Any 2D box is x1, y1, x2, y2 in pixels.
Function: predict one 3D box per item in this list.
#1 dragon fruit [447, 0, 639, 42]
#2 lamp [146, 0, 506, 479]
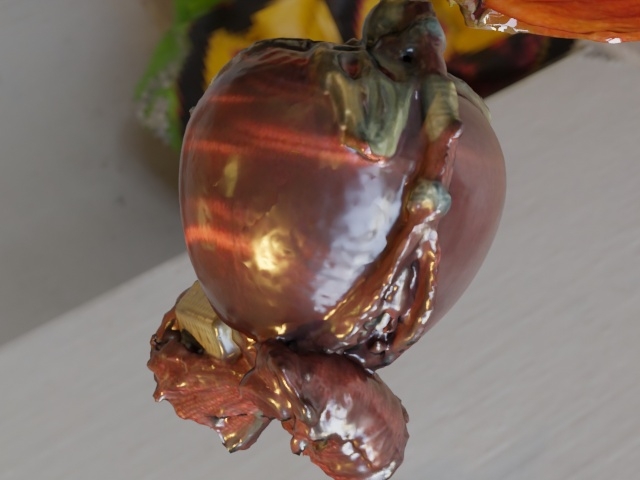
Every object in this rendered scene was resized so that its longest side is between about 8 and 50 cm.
[{"bbox_3d":[0.142,-0.215,0.680,0.277,0.277,0.342,54,137,13],"label":"dragon fruit"},{"bbox_3d":[-0.009,-0.007,0.911,0.151,0.223,0.215,33,175,-21],"label":"lamp"}]
